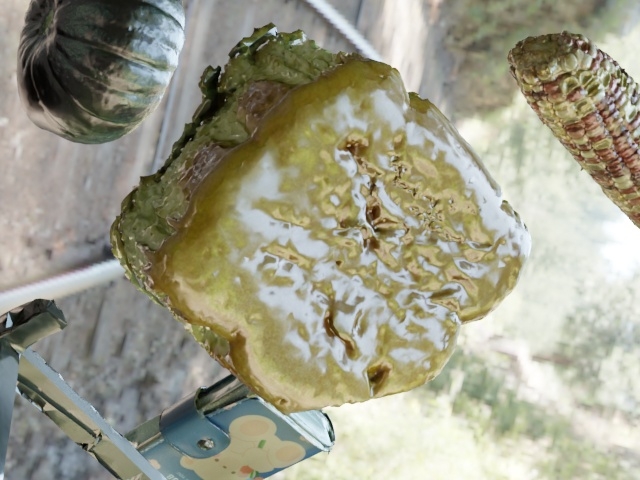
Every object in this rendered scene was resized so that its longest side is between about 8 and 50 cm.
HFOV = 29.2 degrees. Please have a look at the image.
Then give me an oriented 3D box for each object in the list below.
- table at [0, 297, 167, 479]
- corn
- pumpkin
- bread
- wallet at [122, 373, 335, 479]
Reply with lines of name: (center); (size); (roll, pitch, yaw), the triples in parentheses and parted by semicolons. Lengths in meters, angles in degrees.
table: (-0.149, 0.244, 0.405); (0.222, 0.272, 0.335); (54, 18, -35)
corn: (0.283, -0.100, 1.171); (0.098, 0.290, 0.098); (-33, -146, 26)
pumpkin: (-0.209, -0.188, 1.182); (0.202, 0.140, 0.202); (-28, -127, 46)
bread: (0.000, 0.000, 0.466); (0.128, 0.140, 0.069); (-51, -147, -5)
wallet: (-0.102, 0.210, 1.292); (0.141, 0.202, 0.059); (42, 30, -34)
